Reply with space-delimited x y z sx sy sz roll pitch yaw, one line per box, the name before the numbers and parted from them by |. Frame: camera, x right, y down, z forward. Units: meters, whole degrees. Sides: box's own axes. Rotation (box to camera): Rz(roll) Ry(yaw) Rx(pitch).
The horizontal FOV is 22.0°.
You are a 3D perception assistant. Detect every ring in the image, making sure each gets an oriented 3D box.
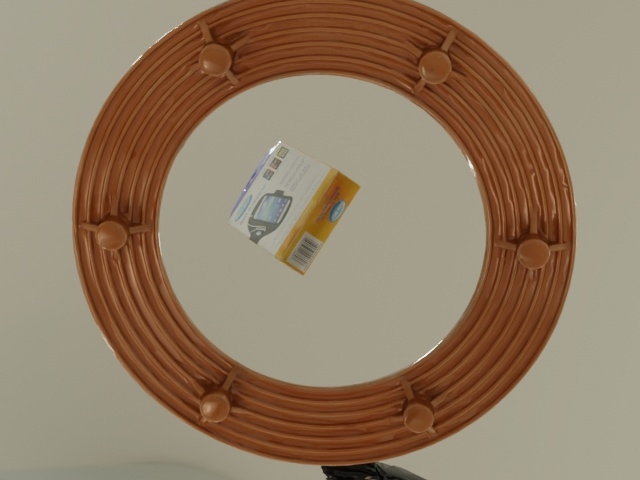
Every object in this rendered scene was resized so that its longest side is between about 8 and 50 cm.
ring | 0.000 0.000 1.082 0.336 0.032 0.337 1 -72 4

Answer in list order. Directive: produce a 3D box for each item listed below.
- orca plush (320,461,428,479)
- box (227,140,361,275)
orca plush | 0.054 0.308 1.227 0.151 0.102 0.287 6 -66 -7
box | -0.025 -0.029 1.276 0.028 0.136 0.081 33 -90 -25
